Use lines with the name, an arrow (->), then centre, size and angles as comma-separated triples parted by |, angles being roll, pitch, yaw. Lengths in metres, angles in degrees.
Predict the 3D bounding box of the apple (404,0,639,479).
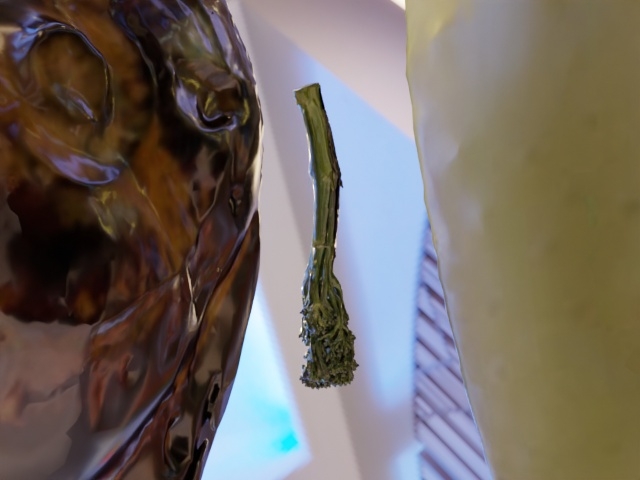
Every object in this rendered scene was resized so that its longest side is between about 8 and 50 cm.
apple -> 0.192, -0.019, 0.461 | 0.320, 0.360, 0.312 | -1, -21, 8

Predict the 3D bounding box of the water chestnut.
water chestnut -> -0.151, 0.003, 0.572 | 0.289, 0.244, 0.289 | 15, -90, -75

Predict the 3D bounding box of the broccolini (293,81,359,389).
broccolini -> 0.000, 0.000, 1.188 | 0.054, 0.051, 0.239 | -11, -74, -31
